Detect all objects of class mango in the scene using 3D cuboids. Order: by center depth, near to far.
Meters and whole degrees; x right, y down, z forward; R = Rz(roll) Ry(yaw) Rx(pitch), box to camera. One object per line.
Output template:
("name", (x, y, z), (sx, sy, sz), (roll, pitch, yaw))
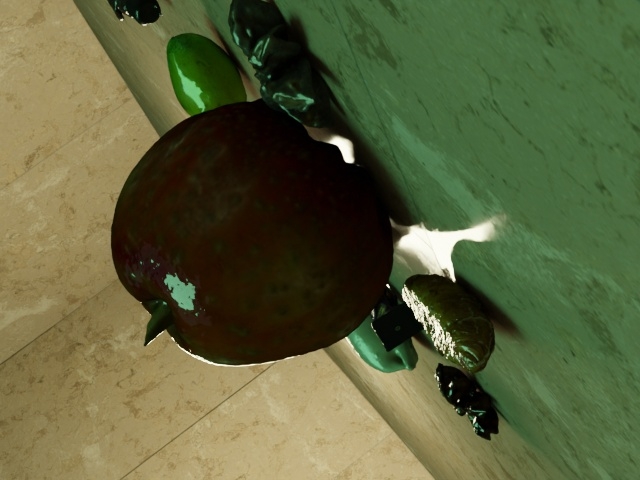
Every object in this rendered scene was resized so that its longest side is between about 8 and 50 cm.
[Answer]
("mango", (-0.197, -0.271, 1.891), (0.178, 0.119, 0.100), (58, -167, -31))

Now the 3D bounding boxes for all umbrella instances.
("umbrella", (-0.391, -0.495, 2.172), (0.326, 0.090, 0.094), (46, 166, 43))

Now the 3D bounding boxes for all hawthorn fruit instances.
("hawthorn fruit", (-0.110, 0.011, 1.598), (0.403, 0.403, 0.403), (52, 172, 10))

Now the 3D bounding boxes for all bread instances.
("bread", (0.181, 0.107, 1.487), (0.233, 0.076, 0.105), (-127, 16, -62))

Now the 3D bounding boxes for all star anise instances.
("star anise", (-0.051, -0.220, 1.437), (0.197, 0.073, 0.212), (50, 174, 43))
("star anise", (0.248, 0.269, 1.885), (0.168, 0.057, 0.168), (47, 180, 0))

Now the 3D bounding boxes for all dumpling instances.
("dumpling", (0.121, 0.163, 2.070), (0.217, 0.149, 0.105), (48, 137, 30))

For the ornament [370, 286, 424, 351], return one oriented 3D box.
("ornament", (0.091, 0.104, 1.979), (0.203, 0.081, 0.088), (45, 168, 47))
